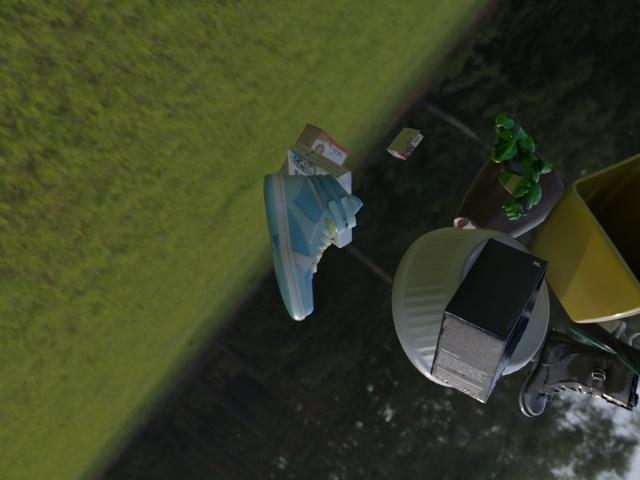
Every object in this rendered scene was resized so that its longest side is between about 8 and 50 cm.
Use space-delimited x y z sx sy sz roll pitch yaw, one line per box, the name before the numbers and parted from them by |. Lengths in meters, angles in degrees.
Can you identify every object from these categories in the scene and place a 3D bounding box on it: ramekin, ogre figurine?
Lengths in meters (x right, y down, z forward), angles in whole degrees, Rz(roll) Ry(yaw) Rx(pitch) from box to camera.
ramekin | 0.258 0.104 1.369 0.127 0.273 0.273 -14 -148 54
ogre figurine | 0.382 -0.143 1.603 0.097 0.197 0.118 -33 161 34

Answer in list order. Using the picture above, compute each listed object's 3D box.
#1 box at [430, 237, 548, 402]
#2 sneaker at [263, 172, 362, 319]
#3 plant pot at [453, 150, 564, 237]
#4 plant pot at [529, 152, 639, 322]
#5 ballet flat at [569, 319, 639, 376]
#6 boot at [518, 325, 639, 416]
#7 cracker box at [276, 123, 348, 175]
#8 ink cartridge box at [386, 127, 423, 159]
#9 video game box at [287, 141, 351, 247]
box | 0.234 0.111 1.162 0.156 0.093 0.158 -51 157 -36
sneaker | 0.000 0.000 1.765 0.208 0.319 0.127 -8 172 -10
plant pot | 0.440 -0.084 2.038 0.230 0.215 0.215 -42 178 -23
plant pot | 0.462 0.015 1.307 0.212 0.212 0.187 -21 163 -31
ballet flat | 0.552 0.188 1.520 0.074 0.203 0.074 -21 129 -28
boot | 0.542 0.303 1.734 0.091 0.229 0.263 -40 140 -43
cracker box | -0.036 -0.195 2.387 0.232 0.067 0.156 -59 141 -4
ink cartridge box | 0.182 -0.202 1.743 0.063 0.029 0.115 -51 -164 1
video game box | -0.001 -0.110 1.999 0.048 0.187 0.205 -30 136 -32
